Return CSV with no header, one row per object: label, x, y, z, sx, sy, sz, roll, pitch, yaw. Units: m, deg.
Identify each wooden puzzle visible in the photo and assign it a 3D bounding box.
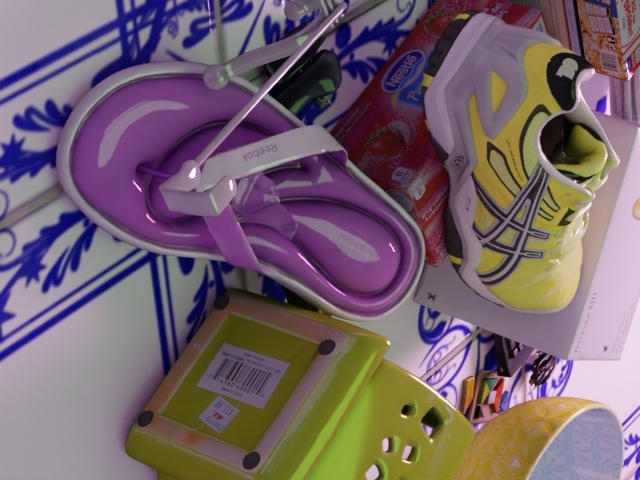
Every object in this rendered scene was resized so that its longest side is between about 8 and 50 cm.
wooden puzzle,0.206,0.194,2.125,0.116,0.014,0.078,-9,114,-54

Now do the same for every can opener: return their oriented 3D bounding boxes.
can opener,-0.045,-0.114,1.577,0.186,0.073,0.059,-53,-178,-19

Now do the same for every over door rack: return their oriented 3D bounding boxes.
over door rack,-0.103,-0.202,1.317,0.239,0.108,0.324,66,32,-28

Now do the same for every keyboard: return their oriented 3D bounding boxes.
keyboard,0.313,0.065,2.185,0.317,0.033,0.201,-45,140,-35

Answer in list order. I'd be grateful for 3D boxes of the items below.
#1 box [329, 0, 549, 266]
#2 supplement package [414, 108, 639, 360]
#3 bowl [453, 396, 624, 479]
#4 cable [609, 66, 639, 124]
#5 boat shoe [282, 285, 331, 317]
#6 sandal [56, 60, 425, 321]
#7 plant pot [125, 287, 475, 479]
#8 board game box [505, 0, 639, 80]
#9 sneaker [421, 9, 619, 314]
box,0.123,-0.118,1.740,0.257,0.122,0.128,-53,142,-23
supplement package,0.255,-0.021,1.907,0.145,0.204,0.262,5,104,-56
bowl,0.230,0.307,2.090,0.289,0.156,0.289,-30,130,-44
cable,0.391,-0.218,2.031,0.257,0.089,0.257,17,73,-74
boat shoe,0.000,0.000,1.657,0.060,0.064,0.178,-13,109,-35
sandal,-0.038,-0.038,1.495,0.416,0.102,0.169,22,90,-41
plant pot,-0.029,0.181,1.600,0.227,0.228,0.207,-56,137,-20
board game box,0.231,-0.252,1.761,0.045,0.193,0.147,-49,142,-30
sneaker,0.205,-0.046,1.650,0.145,0.147,0.385,-54,145,-24
